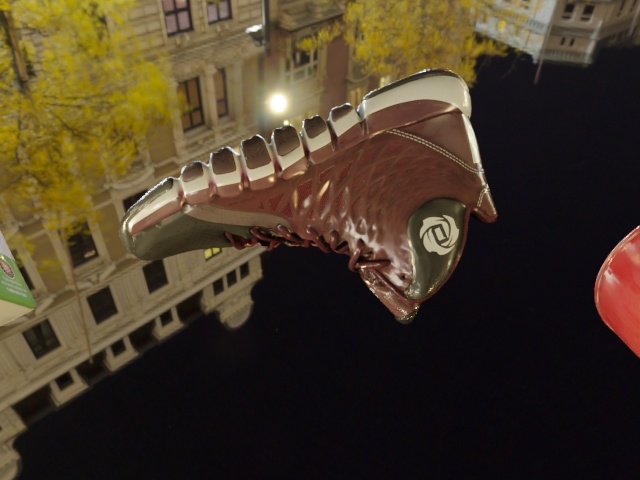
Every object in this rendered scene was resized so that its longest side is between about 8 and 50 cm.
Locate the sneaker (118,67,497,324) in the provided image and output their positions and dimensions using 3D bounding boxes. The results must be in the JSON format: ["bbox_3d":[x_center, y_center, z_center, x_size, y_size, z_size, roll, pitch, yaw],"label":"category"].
[{"bbox_3d":[0.000,0.000,0.386,0.281,0.163,0.106,-23,179,6],"label":"sneaker"}]

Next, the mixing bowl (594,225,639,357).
[{"bbox_3d":[0.318,0.061,0.390,0.181,0.181,0.098,5,-140,3],"label":"mixing bowl"}]

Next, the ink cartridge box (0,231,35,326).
[{"bbox_3d":[-0.435,-0.037,0.521,0.117,0.201,0.278,-29,-101,-12],"label":"ink cartridge box"}]
